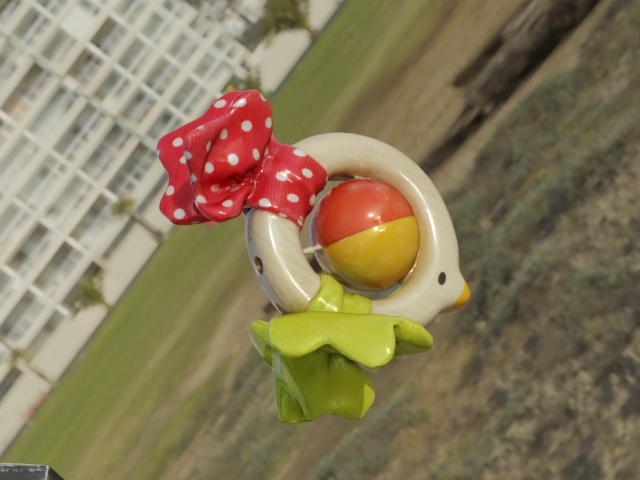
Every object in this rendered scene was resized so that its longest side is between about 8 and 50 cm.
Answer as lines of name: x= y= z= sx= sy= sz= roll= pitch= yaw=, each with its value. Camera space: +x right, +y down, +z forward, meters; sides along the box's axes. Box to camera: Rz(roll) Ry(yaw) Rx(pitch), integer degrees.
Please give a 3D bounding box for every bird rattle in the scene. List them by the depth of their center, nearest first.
bird rattle: x=0.000 y=0.000 z=1.002 sx=0.207 sy=0.253 sz=0.143 roll=-15 pitch=-22 yaw=-32

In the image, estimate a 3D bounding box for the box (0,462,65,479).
box: x=-0.128 y=0.225 z=0.607 sx=0.175 sy=0.051 sz=0.220 roll=73 pitch=-163 yaw=-65
